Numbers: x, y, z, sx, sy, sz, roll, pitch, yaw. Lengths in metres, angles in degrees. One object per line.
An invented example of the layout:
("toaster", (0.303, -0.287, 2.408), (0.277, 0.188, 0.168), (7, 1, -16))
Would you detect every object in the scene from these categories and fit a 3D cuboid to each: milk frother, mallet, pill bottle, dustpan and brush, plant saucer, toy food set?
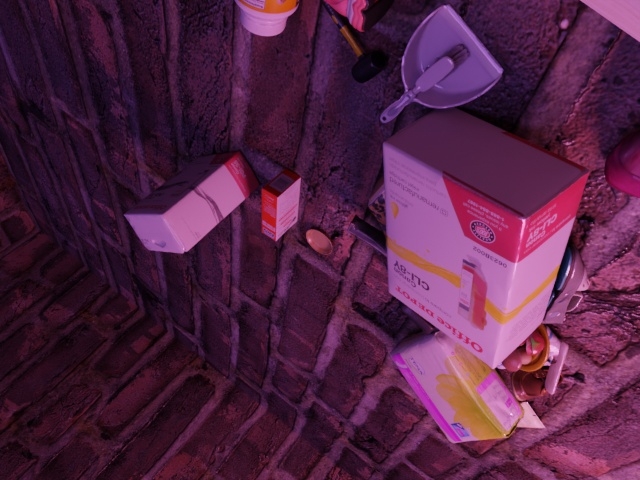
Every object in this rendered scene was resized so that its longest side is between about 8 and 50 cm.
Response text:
("milk frother", (0.257, 0.125, 1.234), (0.135, 0.129, 0.143), (44, 104, -2))
("mallet", (0.039, -0.363, 0.956), (0.190, 0.039, 0.062), (51, 149, -3))
("pill bottle", (-0.084, -0.454, 0.899), (0.117, 0.117, 0.215), (36, 147, 11))
("dustpan and brush", (0.172, -0.260, 0.899), (0.147, 0.060, 0.211), (47, 147, -7))
("plant saucer", (0.000, 0.000, 1.420), (0.083, 0.015, 0.083), (27, 144, 22))
("toy food set", (0.389, 0.203, 1.109), (0.218, 0.071, 0.128), (46, 132, 49))

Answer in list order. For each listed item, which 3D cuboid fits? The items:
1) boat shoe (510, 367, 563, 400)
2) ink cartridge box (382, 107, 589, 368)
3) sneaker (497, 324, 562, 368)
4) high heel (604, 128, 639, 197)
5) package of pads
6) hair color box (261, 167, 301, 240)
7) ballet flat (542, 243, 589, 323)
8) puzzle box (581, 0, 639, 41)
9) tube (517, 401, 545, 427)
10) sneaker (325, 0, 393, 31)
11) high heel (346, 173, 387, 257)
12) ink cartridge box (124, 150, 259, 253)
("boat shoe", (0.461, 0.299, 1.157), (0.060, 0.178, 0.064), (-26, 69, 39))
("ink cartridge box", (0.263, 0.002, 0.960), (0.279, 0.160, 0.385), (37, 151, 36))
("sneaker", (0.452, 0.250, 1.179), (0.083, 0.071, 0.191), (36, 147, 0))
("high heel", (0.575, -0.062, 0.698), (0.377, 0.127, 0.181), (27, 173, 16))
("package of pads", (0.331, 0.352, 1.345), (0.296, 0.101, 0.229), (54, 147, 5))
("hair color box", (-0.100, -0.087, 1.356), (0.053, 0.093, 0.167), (32, 145, 19))
("ballet flat", (0.454, 0.083, 1.001), (0.068, 0.072, 0.213), (6, 140, 5))
("puzzle box", (0.351, -0.262, 0.514), (0.409, 0.272, 0.052), (39, 147, 6))
("tube", (0.456, 0.453, 1.419), (0.070, 0.062, 0.240), (12, 160, -34))
("sneaker", (0.051, -0.453, 0.761), (0.136, 0.116, 0.314), (35, 147, 14))
("high heel", (0.182, -0.046, 1.129), (0.186, 0.093, 0.261), (31, 144, -2))
("ink cartridge box", (-0.330, -0.103, 1.406), (0.207, 0.283, 0.117), (3, 130, 45))
